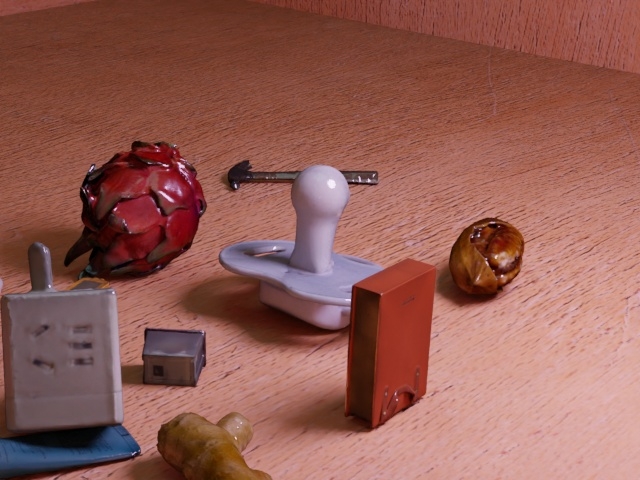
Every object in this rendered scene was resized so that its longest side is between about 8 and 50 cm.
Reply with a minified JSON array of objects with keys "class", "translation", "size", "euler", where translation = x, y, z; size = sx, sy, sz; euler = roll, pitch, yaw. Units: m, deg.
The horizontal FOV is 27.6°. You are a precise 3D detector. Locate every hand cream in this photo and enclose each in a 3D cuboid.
[{"class":"hand cream","translation":[-0.327,0.248,1.534],"size":[0.224,0.048,0.083],"euler":[-4,21,-31]}]

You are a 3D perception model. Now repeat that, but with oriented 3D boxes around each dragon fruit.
[{"class":"dragon fruit","translation":[-0.290,-0.040,2.073],"size":[0.193,0.274,0.192],"euler":[28,-17,4]}]

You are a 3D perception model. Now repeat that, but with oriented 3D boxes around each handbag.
[{"class":"handbag","translation":[0.089,0.131,1.653],"size":[0.063,0.190,0.127],"euler":[18,26,33]}]

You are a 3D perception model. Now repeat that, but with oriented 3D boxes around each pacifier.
[{"class":"pacifier","translation":[0.000,0.000,1.930],"size":[0.299,0.233,0.244],"euler":[20,25,37]}]

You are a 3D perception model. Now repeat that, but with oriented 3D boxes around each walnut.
[{"class":"walnut","translation":[0.262,0.027,2.056],"size":[0.116,0.115,0.207],"euler":[8,22,16]}]

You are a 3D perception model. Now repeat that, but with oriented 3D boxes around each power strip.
[{"class":"power strip","translation":[-0.315,0.113,1.588],"size":[0.140,0.224,0.139],"euler":[-2,-1,-10]},{"class":"power strip","translation":[-0.371,0.098,1.928],"size":[0.049,0.028,0.178],"euler":[10,22,19]}]

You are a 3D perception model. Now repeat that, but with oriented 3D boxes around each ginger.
[{"class":"ginger","translation":[-0.109,0.275,1.440],"size":[0.118,0.065,0.299],"euler":[-8,25,-13]}]

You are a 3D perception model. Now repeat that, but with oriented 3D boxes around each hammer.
[{"class":"hammer","translation":[-0.032,-0.123,2.539],"size":[0.297,0.027,0.125],"euler":[0,26,-3]}]

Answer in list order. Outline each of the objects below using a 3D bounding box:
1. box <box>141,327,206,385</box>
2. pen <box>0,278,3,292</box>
[{"class":"box","translation":[-0.198,0.158,1.748],"size":[0.085,0.060,0.063],"euler":[3,26,0]},{"class":"pen","translation":[-0.487,0.113,1.878],"size":[0.033,0.033,0.269],"euler":[-1,20,-7]}]
